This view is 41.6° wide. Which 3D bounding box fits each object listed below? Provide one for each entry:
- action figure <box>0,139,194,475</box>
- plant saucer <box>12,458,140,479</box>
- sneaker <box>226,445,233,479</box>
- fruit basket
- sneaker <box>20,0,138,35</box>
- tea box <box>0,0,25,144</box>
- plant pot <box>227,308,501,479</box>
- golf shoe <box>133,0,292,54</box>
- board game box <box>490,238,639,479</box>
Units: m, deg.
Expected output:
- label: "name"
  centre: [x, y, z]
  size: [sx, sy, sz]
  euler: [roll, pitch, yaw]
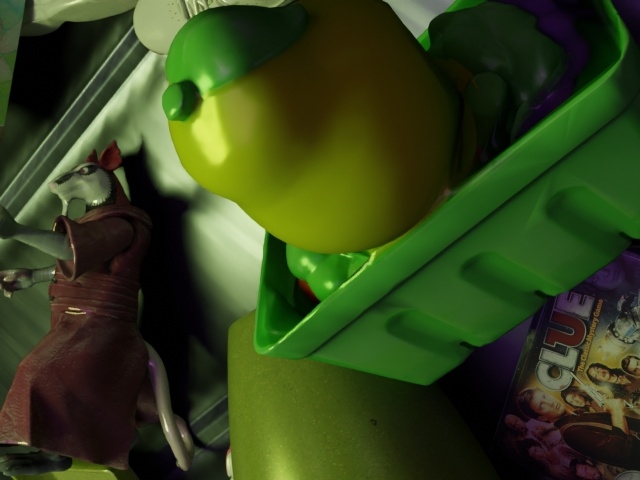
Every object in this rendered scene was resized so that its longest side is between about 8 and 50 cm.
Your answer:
- label: "action figure"
  centre: [-0.244, 0.072, 0.937]
  size: [0.275, 0.248, 0.370]
  euler: [10, 86, -10]
- label: "plant saucer"
  centre: [-0.287, 0.336, 1.096]
  size: [0.188, 0.045, 0.188]
  euler: [-5, 127, 29]
- label: "sneaker"
  centre: [-0.041, 0.297, 0.977]
  size: [0.074, 0.063, 0.170]
  euler: [-31, 95, 31]
- label: "fruit basket"
  centre: [0.049, -0.080, 0.637]
  size: [0.391, 0.283, 0.392]
  euler: [1, 131, 1]
- label: "sneaker"
  centre: [-0.278, -0.285, 0.913]
  size: [0.212, 0.080, 0.094]
  euler: [-3, 94, 29]
- label: "tea box"
  centre: [-0.501, -0.293, 0.903]
  size: [0.329, 0.220, 0.324]
  euler: [34, 119, 29]
- label: "plant pot"
  centre: [0.021, 0.199, 0.820]
  size: [0.274, 0.274, 0.294]
  euler: [-29, 76, 31]
- label: "golf shoe"
  centre: [-0.078, -0.252, 0.781]
  size: [0.306, 0.140, 0.115]
  euler: [-18, 98, 32]
- label: "board game box"
  centre: [0.268, 0.120, 0.773]
  size: [0.165, 0.042, 0.243]
  euler: [20, 114, 21]
